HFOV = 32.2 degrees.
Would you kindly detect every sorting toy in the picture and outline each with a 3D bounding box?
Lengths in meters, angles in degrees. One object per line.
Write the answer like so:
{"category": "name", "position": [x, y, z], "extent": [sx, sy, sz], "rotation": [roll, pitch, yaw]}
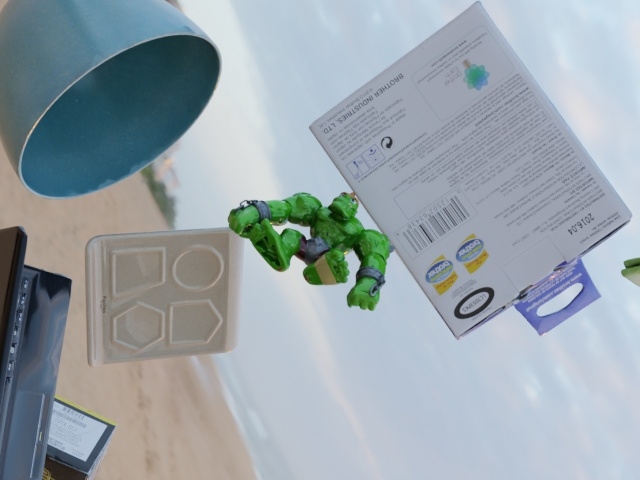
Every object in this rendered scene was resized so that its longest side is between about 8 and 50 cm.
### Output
{"category": "sorting toy", "position": [-0.202, 0.069, 1.439], "extent": [0.038, 0.208, 0.193], "rotation": [-126, -145, -54]}

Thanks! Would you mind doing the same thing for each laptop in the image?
{"category": "laptop", "position": [-0.212, 0.124, 0.794], "extent": [0.264, 0.136, 0.234], "rotation": [32, 63, -69]}

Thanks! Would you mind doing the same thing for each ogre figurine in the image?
{"category": "ogre figurine", "position": [0.000, 0.000, 1.287], "extent": [0.197, 0.118, 0.097], "rotation": [12, -58, 27]}

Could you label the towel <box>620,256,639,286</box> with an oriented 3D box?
{"category": "towel", "position": [0.365, 0.033, 1.028], "extent": [0.152, 0.113, 0.023], "rotation": [27, 53, -38]}

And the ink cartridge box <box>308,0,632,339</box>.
{"category": "ink cartridge box", "position": [0.207, -0.060, 1.424], "extent": [0.395, 0.270, 0.151], "rotation": [55, 9, 5]}

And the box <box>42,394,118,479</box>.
{"category": "box", "position": [-0.375, 0.262, 1.167], "extent": [0.079, 0.257, 0.322], "rotation": [-67, -179, -53]}

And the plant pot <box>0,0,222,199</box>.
{"category": "plant pot", "position": [-0.296, -0.220, 1.384], "extent": [0.195, 0.290, 0.290], "rotation": [52, -9, 16]}
